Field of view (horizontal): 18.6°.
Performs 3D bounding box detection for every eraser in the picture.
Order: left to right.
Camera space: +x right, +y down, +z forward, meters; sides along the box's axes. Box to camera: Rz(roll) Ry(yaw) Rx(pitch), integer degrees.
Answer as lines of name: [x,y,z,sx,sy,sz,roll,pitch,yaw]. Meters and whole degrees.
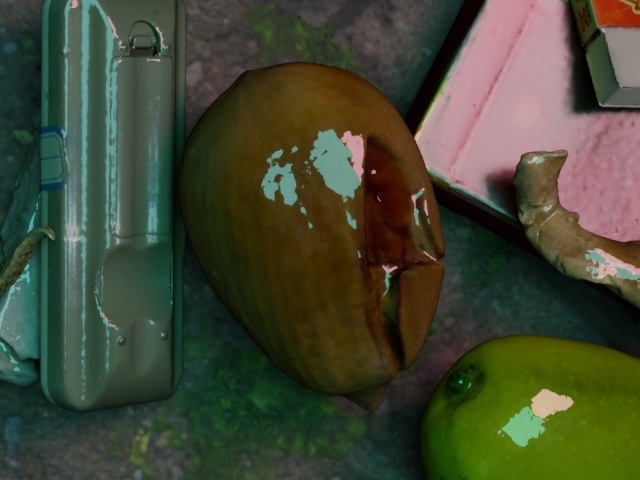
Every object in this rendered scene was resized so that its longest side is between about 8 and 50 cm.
eraser: [0.281,-0.222,1.649,0.157,0.038,0.230,-2,68,-24]

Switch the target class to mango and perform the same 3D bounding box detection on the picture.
mango: [0.236,0.186,1.618,0.343,0.156,0.192,15,107,-23]

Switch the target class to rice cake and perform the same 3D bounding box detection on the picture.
rice cake: [-0.209,-0.047,1.580,0.066,0.063,0.336,23,78,-29]

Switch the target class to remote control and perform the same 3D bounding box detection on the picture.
remote control: [-0.157,-0.034,1.542,0.128,0.065,0.335,-6,100,-46]

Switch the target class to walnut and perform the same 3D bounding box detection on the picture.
walnut: [0.000,0.000,1.559,0.203,0.203,0.298,-21,111,-14]

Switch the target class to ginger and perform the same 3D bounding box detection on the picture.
ginger: [0.261,0.030,1.596,0.288,0.075,0.089,43,49,-6]

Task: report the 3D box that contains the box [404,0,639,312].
box: [0.234,-0.075,1.673,0.313,0.089,0.197,29,82,-10]

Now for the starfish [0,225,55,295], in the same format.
starfish: [-0.294,0.052,1.518,0.223,0.217,0.050,-32,129,16]
